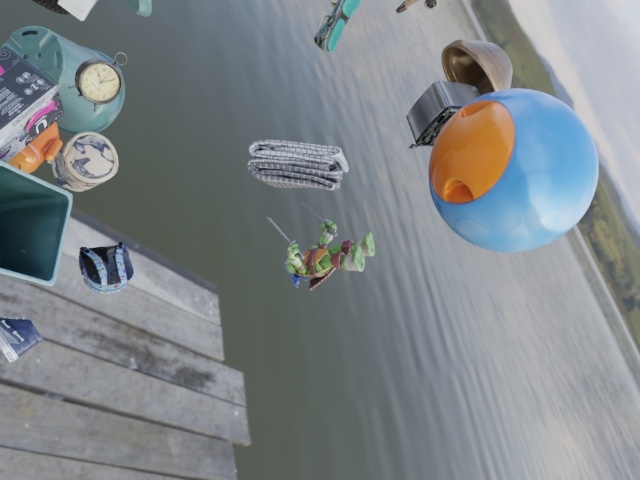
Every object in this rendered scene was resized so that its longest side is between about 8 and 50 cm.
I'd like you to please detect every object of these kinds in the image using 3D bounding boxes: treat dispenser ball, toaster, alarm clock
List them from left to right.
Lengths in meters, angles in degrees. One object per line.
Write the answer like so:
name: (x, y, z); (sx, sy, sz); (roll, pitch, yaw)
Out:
alarm clock: (-0.661, -0.497, 1.750); (0.064, 0.192, 0.129); (40, -6, 43)
toaster: (0.343, -0.341, 1.599); (0.185, 0.168, 0.110); (-3, 61, -30)
treat dispenser ball: (0.338, -0.123, 1.029); (0.288, 0.288, 0.288); (48, 27, -34)

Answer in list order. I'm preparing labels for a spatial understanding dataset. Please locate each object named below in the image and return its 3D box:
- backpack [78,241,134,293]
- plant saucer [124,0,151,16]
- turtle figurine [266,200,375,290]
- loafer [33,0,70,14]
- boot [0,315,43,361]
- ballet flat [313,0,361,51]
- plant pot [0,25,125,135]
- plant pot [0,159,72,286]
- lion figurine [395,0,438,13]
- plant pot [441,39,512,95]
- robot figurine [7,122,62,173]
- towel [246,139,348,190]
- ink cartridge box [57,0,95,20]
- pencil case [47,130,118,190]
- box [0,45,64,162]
backpack: (-0.677, 0.103, 1.836); (0.158, 0.117, 0.173); (-8, 46, -33)
plant saucer: (-0.413, -0.548, 1.266); (0.021, 0.119, 0.119); (-34, 100, -28)
turtle figurine: (0.000, 0.000, 1.612); (0.197, 0.266, 0.275); (15, 75, -62)
loafer: (-0.791, -0.728, 1.484); (0.365, 0.133, 0.130); (24, 59, -52)
boot: (-0.736, 0.210, 1.370); (0.086, 0.190, 0.069); (-34, 141, -31)
ballet flat: (0.041, -0.560, 1.424); (0.070, 0.189, 0.070); (30, 1, -1)
plant pot: (-0.934, -0.579, 2.061); (0.334, 0.340, 0.341); (25, 41, -82)
plant pot: (-0.811, -0.033, 1.406); (0.247, 0.252, 0.248); (38, 54, -64)
lion figurine: (0.297, -0.694, 1.260); (0.142, 0.392, 0.240); (35, 39, -6)
plant pot: (0.456, -0.472, 1.618); (0.237, 0.109, 0.237); (53, -6, 7)
robot figurine: (-0.839, -0.279, 1.647); (0.158, 0.128, 0.220); (41, 44, -27)
towel: (-0.064, -0.213, 1.734); (0.235, 0.283, 0.122); (21, 77, -84)
ink cartridge box: (-0.401, -0.461, 1.013); (0.052, 0.122, 0.089); (32, 39, -26)
pencil case: (-0.799, -0.258, 1.931); (0.183, 0.410, 0.160); (9, 86, -30)
box: (-0.771, -0.307, 1.385); (0.163, 0.142, 0.247); (38, 66, -1)
